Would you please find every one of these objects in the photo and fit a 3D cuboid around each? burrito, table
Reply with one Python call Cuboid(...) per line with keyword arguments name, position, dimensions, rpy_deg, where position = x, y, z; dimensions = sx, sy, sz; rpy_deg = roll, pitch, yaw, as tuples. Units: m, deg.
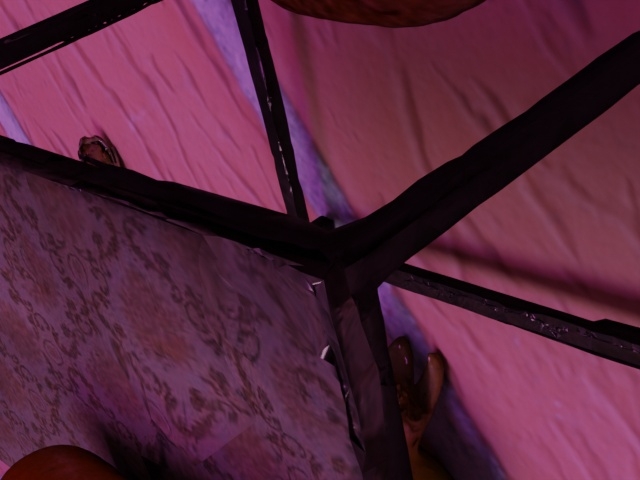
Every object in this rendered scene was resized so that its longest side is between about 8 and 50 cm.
Cuboid(name="burrito", position=(-0.184, -0.017, 0.967), dimensions=(0.055, 0.041, 0.149), rpy_deg=(45, 146, 43))
Cuboid(name="table", position=(0.000, 0.000, 0.533), dimensions=(0.335, 0.272, 0.222), rpy_deg=(18, 131, 44))

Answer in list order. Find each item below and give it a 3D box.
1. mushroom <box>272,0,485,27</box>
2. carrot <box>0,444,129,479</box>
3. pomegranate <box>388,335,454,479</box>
Cuboid(name="mushroom", position=(0.015, -0.236, 0.399), dimensions=(0.263, 0.195, 0.283), rpy_deg=(1, 133, 43))
Cuboid(name="carrot", position=(-0.059, 0.141, 0.401), dimensions=(0.193, 0.087, 0.087), rpy_deg=(17, 128, 42))
Cuboid(name="pomegranate", position=(0.004, 0.182, 0.757), dimensions=(0.198, 0.198, 0.246), rpy_deg=(0, 103, 52))
